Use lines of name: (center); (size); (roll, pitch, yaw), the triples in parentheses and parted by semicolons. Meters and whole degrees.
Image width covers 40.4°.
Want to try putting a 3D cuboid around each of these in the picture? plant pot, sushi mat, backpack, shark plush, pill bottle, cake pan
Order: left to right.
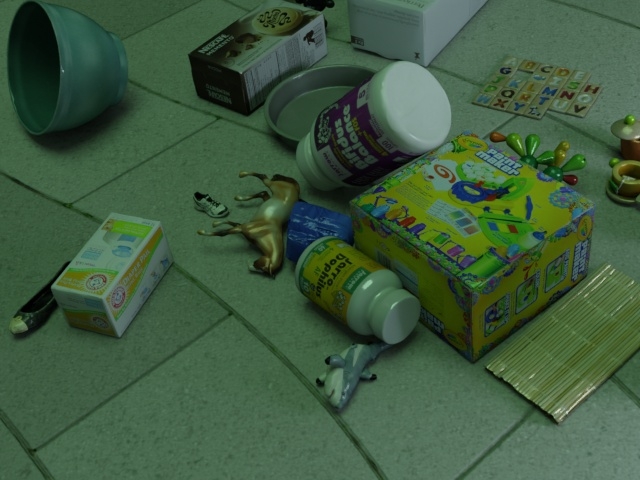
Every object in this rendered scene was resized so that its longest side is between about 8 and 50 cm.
plant pot: (-0.561, -0.390, 1.974); (0.196, 0.293, 0.293); (-9, 35, -40)
backpack: (0.000, 0.000, 1.568); (0.120, 0.098, 0.101); (13, 51, 6)
cake pan: (0.024, -0.282, 1.891); (0.293, 0.054, 0.293); (-5, 43, 5)
pill bottle: (0.062, 0.084, 1.439); (0.117, 0.118, 0.208); (-34, 45, -24)
shark plush: (0.060, 0.206, 1.391); (0.067, 0.073, 0.161); (44, 41, 19)
pill bottle: (0.085, -0.197, 1.617); (0.301, 0.169, 0.169); (-27, 20, 51)
sushi mat: (0.419, 0.153, 1.385); (0.316, 0.019, 0.151); (-35, 48, -24)

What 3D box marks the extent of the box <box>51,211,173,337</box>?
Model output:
box: (-0.369, 0.059, 1.561); (0.114, 0.103, 0.203); (11, 47, 21)

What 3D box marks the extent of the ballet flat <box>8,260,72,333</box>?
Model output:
ballet flat: (-0.504, 0.102, 1.579); (0.057, 0.049, 0.173); (17, 49, 26)

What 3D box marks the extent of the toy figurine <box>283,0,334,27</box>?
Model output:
toy figurine: (0.007, -0.638, 2.215); (0.209, 0.148, 0.213); (-24, 42, -24)

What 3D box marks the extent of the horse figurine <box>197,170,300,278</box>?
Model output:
horse figurine: (-0.110, -0.053, 1.662); (0.174, 0.066, 0.263); (12, 47, 23)

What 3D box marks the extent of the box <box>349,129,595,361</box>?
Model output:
box: (0.251, -0.002, 1.463); (0.279, 0.177, 0.290); (-31, 47, -22)

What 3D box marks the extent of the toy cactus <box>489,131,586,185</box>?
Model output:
toy cactus: (0.382, -0.117, 1.638); (0.219, 0.112, 0.181); (8, 64, 14)

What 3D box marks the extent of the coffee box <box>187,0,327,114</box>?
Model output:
coffee box: (-0.142, -0.436, 2.036); (0.168, 0.119, 0.297); (26, 53, 31)

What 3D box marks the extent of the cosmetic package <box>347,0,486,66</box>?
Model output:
cosmetic package: (0.253, -0.600, 2.113); (0.217, 0.156, 0.385); (20, 49, 26)

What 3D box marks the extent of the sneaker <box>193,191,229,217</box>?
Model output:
sneaker: (-0.220, -0.072, 1.724); (0.083, 0.037, 0.032); (18, 47, 24)

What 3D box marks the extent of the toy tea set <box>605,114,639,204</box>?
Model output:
toy tea set: (0.638, -0.129, 1.566); (0.200, 0.124, 0.336); (-28, 46, -19)

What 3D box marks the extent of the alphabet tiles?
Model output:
alphabet tiles: (0.478, -0.327, 1.891); (0.237, 0.009, 0.198); (19, 50, 28)
